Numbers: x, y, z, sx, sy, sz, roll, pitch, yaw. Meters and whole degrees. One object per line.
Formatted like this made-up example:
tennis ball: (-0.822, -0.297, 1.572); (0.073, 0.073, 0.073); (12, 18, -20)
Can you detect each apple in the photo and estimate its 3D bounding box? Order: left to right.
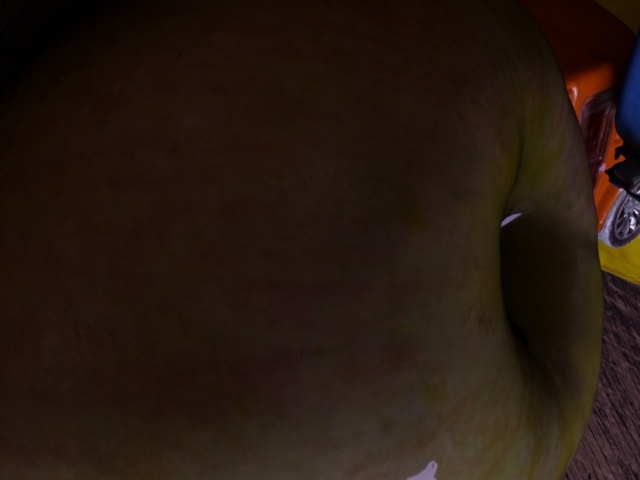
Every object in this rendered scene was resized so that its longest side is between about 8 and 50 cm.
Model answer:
apple: (-0.022, 0.014, 0.594); (0.234, 0.256, 0.257); (-1, -169, 31)

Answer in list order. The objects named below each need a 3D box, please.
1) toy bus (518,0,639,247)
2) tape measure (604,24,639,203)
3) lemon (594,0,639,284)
toy bus: (0.066, -0.053, 0.869); (0.329, 0.143, 0.153); (-22, 135, -40)
tape measure: (0.247, -0.182, 0.758); (0.215, 0.098, 0.351); (-38, 155, -30)
lemon: (0.284, -0.093, 1.163); (0.293, 0.293, 0.293); (-27, 177, -1)
